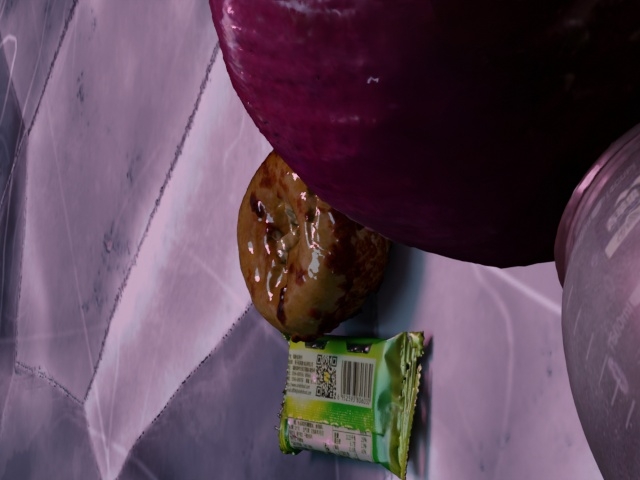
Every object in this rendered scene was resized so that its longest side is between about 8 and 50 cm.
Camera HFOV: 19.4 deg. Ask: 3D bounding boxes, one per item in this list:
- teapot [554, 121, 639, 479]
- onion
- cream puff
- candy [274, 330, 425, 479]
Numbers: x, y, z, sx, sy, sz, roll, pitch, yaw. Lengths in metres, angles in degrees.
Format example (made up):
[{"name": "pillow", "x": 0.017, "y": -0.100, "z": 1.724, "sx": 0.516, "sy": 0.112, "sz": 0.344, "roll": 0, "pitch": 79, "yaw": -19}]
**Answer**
[{"name": "teapot", "x": 0.228, "y": 0.022, "z": 0.727, "sx": 0.315, "sy": 0.233, "sz": 0.312, "roll": -64, "pitch": 37, "yaw": 25}, {"name": "onion", "x": 0.072, "y": -0.173, "z": 0.960, "sx": 0.385, "sy": 0.348, "sz": 0.347, "roll": 24, "pitch": 108, "yaw": 57}, {"name": "cream puff", "x": 0.000, "y": 0.000, "z": 1.339, "sx": 0.149, "sy": 0.084, "sz": 0.149, "roll": 1, "pitch": 91, "yaw": 63}, {"name": "candy", "x": 0.020, "y": 0.113, "z": 1.340, "sx": 0.178, "sy": 0.032, "sz": 0.102, "roll": -2, "pitch": 88, "yaw": 61}]
